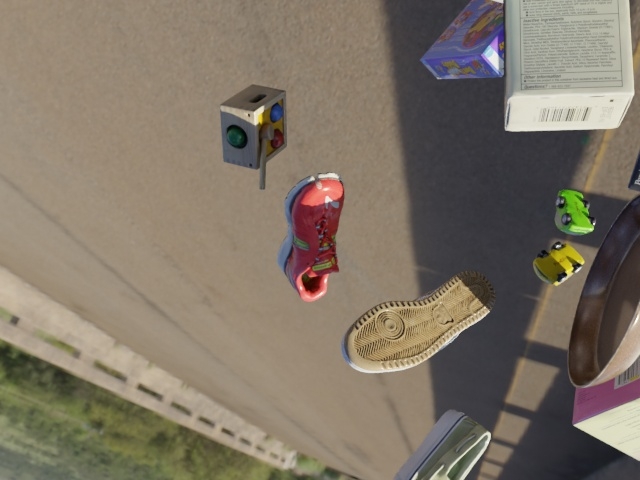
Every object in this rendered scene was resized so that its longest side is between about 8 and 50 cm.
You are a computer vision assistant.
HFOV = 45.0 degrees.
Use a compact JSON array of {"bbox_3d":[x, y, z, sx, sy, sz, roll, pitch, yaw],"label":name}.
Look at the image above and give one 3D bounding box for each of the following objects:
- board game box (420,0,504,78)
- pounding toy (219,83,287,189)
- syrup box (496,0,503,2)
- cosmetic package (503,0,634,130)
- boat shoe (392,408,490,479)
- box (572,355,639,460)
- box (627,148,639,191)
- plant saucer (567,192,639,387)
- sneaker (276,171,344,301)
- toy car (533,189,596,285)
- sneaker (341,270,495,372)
[{"bbox_3d":[0.421,-0.524,1.960,0.078,0.233,0.347,42,177,-20],"label":"board game box"},{"bbox_3d":[-0.110,-0.183,1.354,0.100,0.141,0.130,15,125,22],"label":"pounding toy"},{"bbox_3d":[0.375,-0.537,1.359,0.093,0.237,0.096,21,170,16],"label":"syrup box"},{"bbox_3d":[0.332,-0.314,1.061,0.160,0.309,0.113,1,164,11],"label":"cosmetic package"},{"bbox_3d":[0.213,0.455,1.467,0.094,0.302,0.109,19,151,39],"label":"boat shoe"},{"bbox_3d":[0.684,0.348,1.573,0.243,0.117,0.213,29,142,-10],"label":"box"},{"bbox_3d":[0.851,-0.220,1.643,0.294,0.296,0.183,19,-157,23],"label":"box"},{"bbox_3d":[0.452,0.079,1.154,0.050,0.310,0.310,18,160,6],"label":"plant saucer"},{"bbox_3d":[0.000,0.000,1.316,0.107,0.118,0.279,-14,143,-19],"label":"sneaker"},{"bbox_3d":[0.475,0.004,1.410,0.239,0.225,0.053,7,140,-12],"label":"toy car"},{"bbox_3d":[0.127,0.143,1.170,0.099,0.282,0.153,61,146,12],"label":"sneaker"}]
